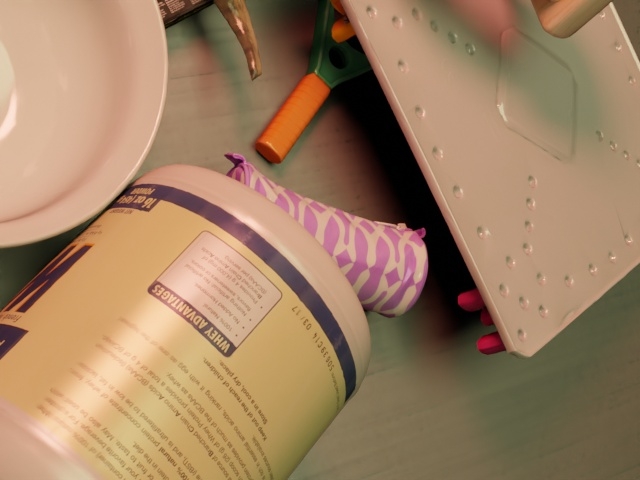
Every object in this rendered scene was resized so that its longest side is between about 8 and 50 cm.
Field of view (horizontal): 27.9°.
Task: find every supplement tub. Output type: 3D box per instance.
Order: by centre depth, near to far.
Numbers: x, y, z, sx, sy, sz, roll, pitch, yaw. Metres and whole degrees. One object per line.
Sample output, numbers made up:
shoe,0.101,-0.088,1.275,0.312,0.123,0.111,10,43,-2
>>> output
supplement tub,-0.140,0.129,0.912,0.235,0.235,0.325,50,59,-14

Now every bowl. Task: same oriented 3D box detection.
bowl,-0.271,-0.130,0.944,0.297,0.134,0.298,7,76,-30

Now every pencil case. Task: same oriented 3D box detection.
pencil case,0.000,0.000,1.113,0.206,0.086,0.088,20,86,-28

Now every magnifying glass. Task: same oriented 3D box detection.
magnifying glass,0.010,-0.162,1.191,0.092,0.026,0.231,43,62,-18

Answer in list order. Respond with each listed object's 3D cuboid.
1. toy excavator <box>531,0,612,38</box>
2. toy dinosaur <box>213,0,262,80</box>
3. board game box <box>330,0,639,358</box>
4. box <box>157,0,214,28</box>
toy excavator,0.029,-0.363,1.048,0.433,0.222,0.445,-7,63,-53
toy dinosaur,-0.087,-0.276,1.083,0.118,0.064,0.268,-36,101,-23
board game box,0.193,-0.134,1.241,0.390,0.050,0.390,-31,97,-45
box,-0.162,-0.271,1.096,0.190,0.045,0.184,-36,97,-31
